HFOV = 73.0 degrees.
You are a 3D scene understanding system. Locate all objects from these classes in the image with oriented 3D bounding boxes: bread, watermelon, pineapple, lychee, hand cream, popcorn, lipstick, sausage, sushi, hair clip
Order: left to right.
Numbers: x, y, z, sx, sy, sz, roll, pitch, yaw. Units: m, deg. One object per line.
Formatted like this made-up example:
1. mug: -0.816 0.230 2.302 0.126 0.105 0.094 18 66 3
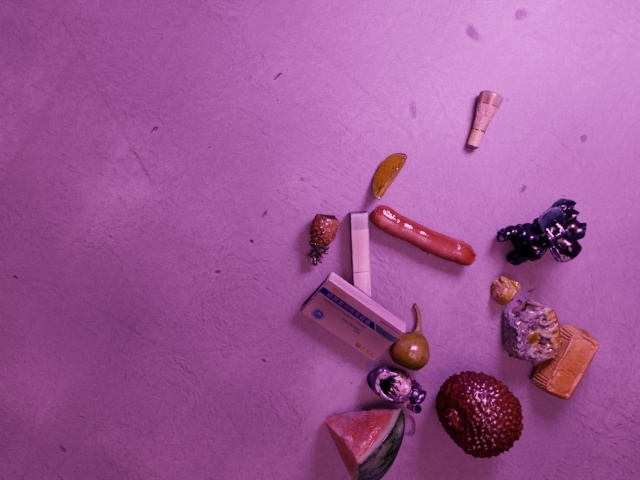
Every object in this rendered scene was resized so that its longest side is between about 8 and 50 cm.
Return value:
1. pineapple: 0.000 0.000 1.577 0.108 0.108 0.197 17 104 -4
2. lipstick: 0.148 0.051 1.603 0.068 0.066 0.317 -4 98 -1
3. watermelon: 0.168 0.788 1.639 0.293 0.283 0.250 -9 100 43
4. watermelon: 0.236 -0.242 1.556 0.075 0.092 0.181 34 104 7
5. sausage: 0.377 -0.015 1.592 0.419 0.094 0.094 23 126 -5
6. lychee: 0.583 0.629 1.591 0.330 0.306 0.306 -1 99 -29
7. hand cream: 0.580 -0.426 1.547 0.084 0.084 0.203 15 102 -4
8. popcorn: 0.695 0.194 1.631 0.089 0.097 0.109 12 112 -1
9. sushi: 0.790 0.335 1.632 0.184 0.139 0.274 -7 96 -4
10. hair clip: 0.802 -0.031 1.544 0.310 0.206 0.194 -29 97 3
11. bread: 0.946 0.470 1.667 0.153 0.119 0.288 25 96 -2

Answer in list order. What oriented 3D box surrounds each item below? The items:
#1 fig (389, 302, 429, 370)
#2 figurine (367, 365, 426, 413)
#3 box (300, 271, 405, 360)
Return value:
1. fig: 0.353 0.365 1.648 0.149 0.149 0.245 18 78 -5
2. figurine: 0.284 0.559 1.661 0.222 0.145 0.145 36 95 -8
3. box: 0.119 0.284 1.599 0.343 0.065 0.200 35 121 -6
